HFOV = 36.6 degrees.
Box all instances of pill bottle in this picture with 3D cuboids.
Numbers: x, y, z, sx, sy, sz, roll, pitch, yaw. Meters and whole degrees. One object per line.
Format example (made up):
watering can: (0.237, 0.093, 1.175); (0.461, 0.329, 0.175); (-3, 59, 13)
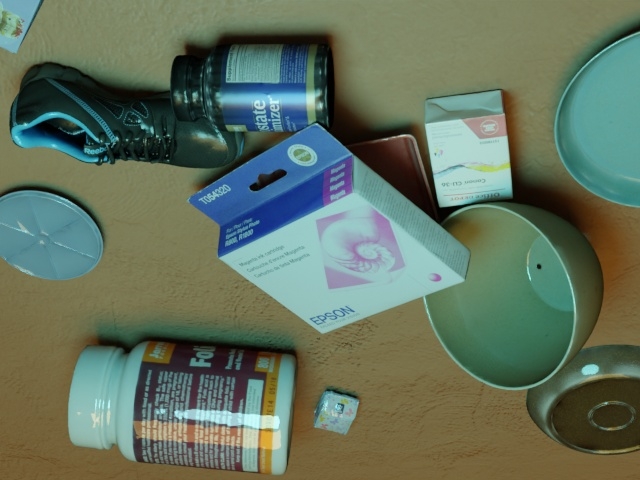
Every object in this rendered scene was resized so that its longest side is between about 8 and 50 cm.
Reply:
pill bottle: (-0.093, -0.214, 1.358); (0.219, 0.123, 0.123); (0, 133, 6)
pill bottle: (-0.246, 0.302, 1.785); (0.392, 0.224, 0.224); (5, 133, 1)

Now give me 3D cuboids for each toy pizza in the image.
toy pizza: (-0.468, -0.012, 1.650); (0.201, 0.032, 0.201); (3, 132, 4)

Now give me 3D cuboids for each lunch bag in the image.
lunch bag: (0.030, 0.335, 1.900); (0.071, 0.053, 0.083); (17, 123, -11)

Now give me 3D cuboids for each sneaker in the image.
sneaker: (-0.285, -0.151, 1.427); (0.341, 0.140, 0.125); (11, 130, -5)

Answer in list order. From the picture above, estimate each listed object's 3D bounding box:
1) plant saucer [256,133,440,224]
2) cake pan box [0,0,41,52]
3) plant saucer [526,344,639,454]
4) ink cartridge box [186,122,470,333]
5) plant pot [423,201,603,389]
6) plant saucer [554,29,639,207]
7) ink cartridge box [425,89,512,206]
plant saucer: (0.053, -0.057, 1.538); (0.258, 0.048, 0.259); (-10, 130, 15)
cake pan box: (-0.312, -0.390, 1.138); (0.070, 0.246, 0.267); (24, 129, -20)
plant saucer: (0.548, 0.316, 1.827); (0.310, 0.050, 0.310); (3, 132, 3)
ink cartridge box: (0.000, 0.000, 1.473); (0.330, 0.071, 0.324); (36, 141, -26)
plant pot: (0.324, 0.065, 1.500); (0.191, 0.284, 0.284); (-17, 149, -41)
plant saucer: (0.494, -0.178, 1.375); (0.317, 0.044, 0.317); (5, 133, 5)
ink cartridge box: (0.225, -0.119, 1.446); (0.115, 0.067, 0.198); (-6, 132, 12)
